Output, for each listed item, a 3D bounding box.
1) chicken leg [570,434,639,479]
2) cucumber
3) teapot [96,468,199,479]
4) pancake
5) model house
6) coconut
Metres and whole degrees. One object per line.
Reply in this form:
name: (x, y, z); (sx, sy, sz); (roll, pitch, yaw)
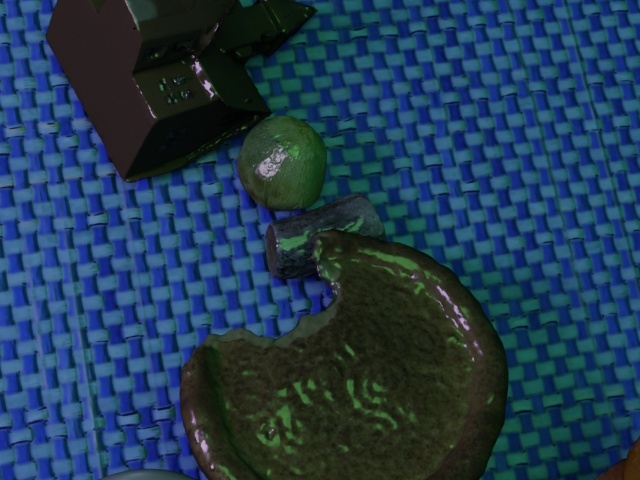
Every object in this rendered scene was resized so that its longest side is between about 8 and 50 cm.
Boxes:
chicken leg: (0.253, 0.230, 1.170); (0.409, 0.295, 0.182); (5, 53, 3)
cucumber: (0.002, -0.001, 1.288); (0.112, 0.064, 0.064); (-19, 77, -14)
teapot: (-0.174, 0.334, 1.102); (0.220, 0.149, 0.318); (43, 71, 1)
pancake: (0.022, 0.113, 1.178); (0.288, 0.033, 0.286); (-2, 61, -14)
model house: (-0.094, -0.196, 1.291); (0.248, 0.176, 0.181); (-24, 78, -33)
coconut: (-0.036, -0.066, 1.287); (0.088, 0.096, 0.088); (12, 30, -7)
